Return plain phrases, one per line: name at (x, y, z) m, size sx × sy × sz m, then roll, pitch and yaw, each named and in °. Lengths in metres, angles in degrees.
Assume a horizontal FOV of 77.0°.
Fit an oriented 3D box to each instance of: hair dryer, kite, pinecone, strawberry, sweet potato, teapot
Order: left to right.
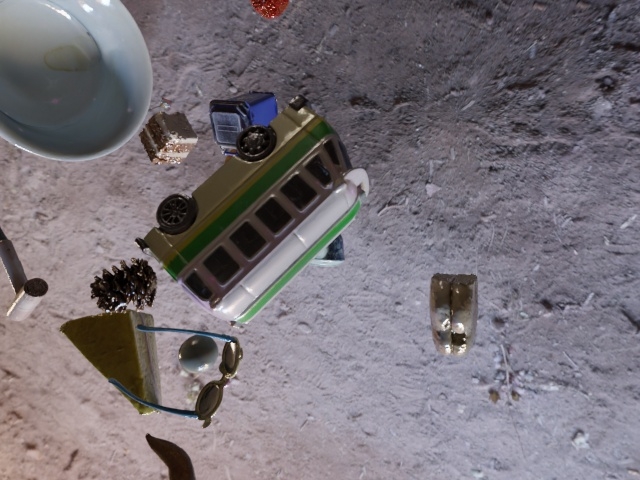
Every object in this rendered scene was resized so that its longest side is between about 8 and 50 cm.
hair dryer at (-0.782, 0.080, 1.014) m, size 0.195 × 0.053 × 0.220 m, roll -33°, pitch 88°, yaw 37°
pinecone at (-0.261, 0.061, 0.539) m, size 0.077 × 0.083 × 0.077 m, roll 5°, pitch 97°, yaw 50°
kite at (-0.587, -0.504, 1.484) m, size 0.078 × 0.002 × 0.044 m, roll -3°, pitch 127°, yaw -11°
sweet potato at (-0.299, 0.543, 0.881) m, size 0.067 × 0.059 × 0.281 m, roll -23°, pitch 75°, yaw -17°
strawberry at (-0.168, -0.794, 1.322) m, size 0.131 × 0.131 × 0.148 m, roll -18°, pitch 98°, yaw 23°
teapot at (0.000, 0.000, 1.199) m, size 0.159 × 0.232 × 0.159 m, roll 0°, pitch 90°, yaw 0°

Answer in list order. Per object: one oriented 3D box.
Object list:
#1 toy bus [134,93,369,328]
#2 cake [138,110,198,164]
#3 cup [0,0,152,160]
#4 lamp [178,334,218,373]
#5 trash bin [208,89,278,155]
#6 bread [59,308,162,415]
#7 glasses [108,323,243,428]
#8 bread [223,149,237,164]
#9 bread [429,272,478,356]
toy bus at (-0.074, -0.036, 0.573) m, size 0.305 × 0.143 × 0.179 m, roll -44°, pitch 68°, yaw -7°
cake at (-0.520, -0.353, 1.388) m, size 0.147 × 0.135 × 0.134 m, roll -30°, pitch 84°, yaw 31°
cup at (-0.530, -0.341, 0.790) m, size 0.163 × 0.347 × 0.347 m, roll 18°, pitch 112°, yaw 32°
lamp at (-0.326, 0.303, 1.078) m, size 0.105 × 0.105 × 0.105 m, roll 5°, pitch 108°, yaw 17°
trash bin at (-0.248, -0.405, 1.361) m, size 0.162 × 0.234 × 0.184 m, roll 11°, pitch 127°, yaw 19°
bread at (-0.670, 0.427, 1.339) m, size 0.245 × 0.233 × 0.362 m, roll -14°, pitch 76°, yaw -7°
glasses at (-0.287, 0.254, 0.825) m, size 0.220 × 0.088 × 0.189 m, roll 26°, pitch 92°, yaw -13°
bread at (-0.348, -0.330, 1.842) m, size 0.236 × 0.120 × 0.198 m, roll 11°, pitch 87°, yaw 40°
bread at (0.310, 0.163, 0.924) m, size 0.102 × 0.337 × 0.183 m, roll -3°, pitch 88°, yaw 22°
